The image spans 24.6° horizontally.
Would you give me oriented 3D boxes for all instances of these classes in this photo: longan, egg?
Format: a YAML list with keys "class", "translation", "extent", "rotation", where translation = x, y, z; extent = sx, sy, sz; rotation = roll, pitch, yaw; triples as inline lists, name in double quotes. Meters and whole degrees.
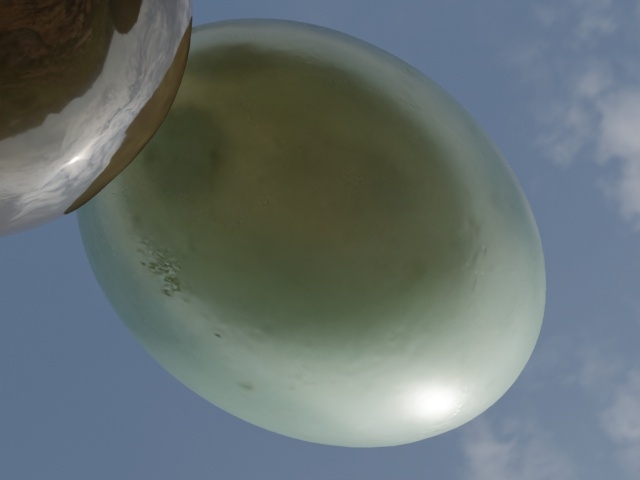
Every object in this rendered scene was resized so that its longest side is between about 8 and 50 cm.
- class: "longan"
  translation: [-0.180, -0.114, 0.754]
  extent: [0.246, 0.215, 0.246]
  rotation: [-17, -128, 24]
- class: "egg"
  translation: [0.000, 0.000, 1.042]
  extent: [0.389, 0.276, 0.276]
  rotation: [37, -111, -34]
